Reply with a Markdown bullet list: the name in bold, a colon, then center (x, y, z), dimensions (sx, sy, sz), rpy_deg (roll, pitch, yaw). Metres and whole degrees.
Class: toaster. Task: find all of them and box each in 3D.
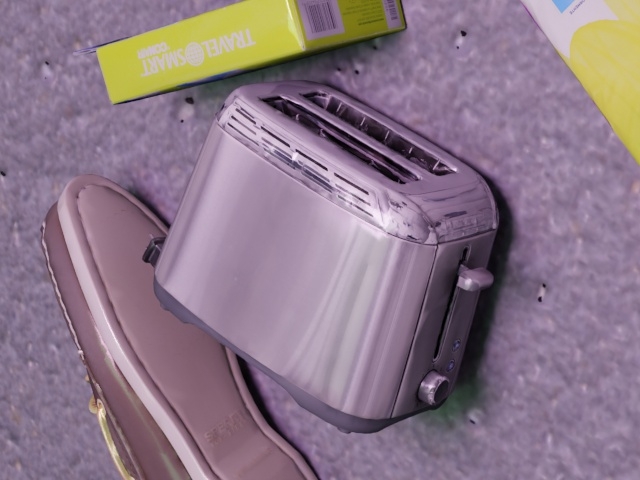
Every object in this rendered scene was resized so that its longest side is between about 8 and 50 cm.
- **toaster**: center (0.000, 0.000, 1.069), dimensions (0.227, 0.129, 0.146), rpy_deg (33, 115, 29)

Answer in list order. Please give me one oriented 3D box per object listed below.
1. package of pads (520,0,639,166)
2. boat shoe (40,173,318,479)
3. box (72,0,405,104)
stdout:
- **package of pads**: center (0.230, -0.178, 0.863), dimensions (0.296, 0.101, 0.229), rpy_deg (-45, 73, 36)
- **boat shoe**: center (-0.102, 0.112, 1.182), dimensions (0.096, 0.116, 0.324), rpy_deg (-35, 85, 34)
- **box**: center (-0.051, -0.122, 1.086), dimensions (0.178, 0.109, 0.042), rpy_deg (-11, 96, 39)
